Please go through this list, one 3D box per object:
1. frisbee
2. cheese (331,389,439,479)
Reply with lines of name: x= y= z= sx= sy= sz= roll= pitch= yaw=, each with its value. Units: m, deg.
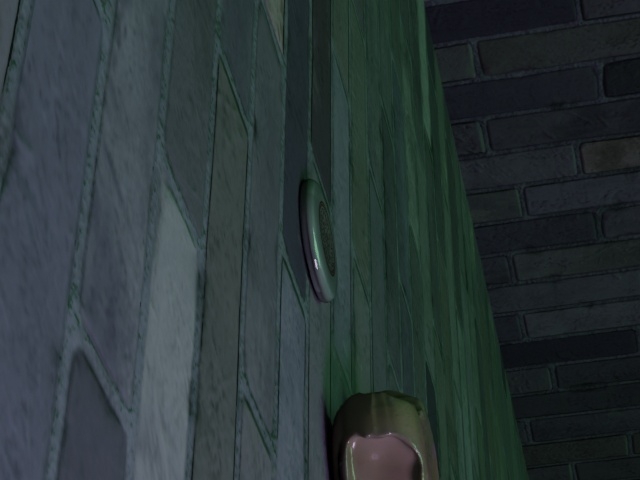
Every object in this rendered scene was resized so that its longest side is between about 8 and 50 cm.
frisbee: x=0.000 y=0.000 z=1.493 sx=0.110 sy=0.014 sz=0.110 roll=-8 pitch=90 yaw=-81
cheese: x=0.066 y=0.204 z=1.542 sx=0.286 sy=0.082 sz=0.163 roll=-20 pitch=103 yaw=-83
